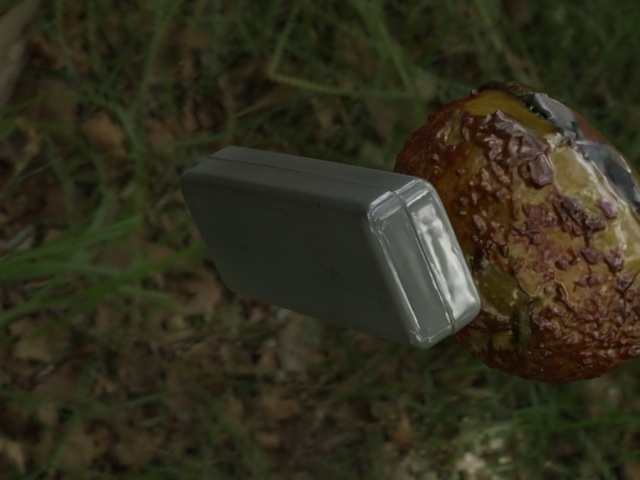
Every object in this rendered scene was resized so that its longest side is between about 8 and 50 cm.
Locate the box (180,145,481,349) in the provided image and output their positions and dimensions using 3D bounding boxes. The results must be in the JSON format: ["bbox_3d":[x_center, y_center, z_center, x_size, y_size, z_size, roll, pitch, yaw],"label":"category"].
[{"bbox_3d":[0.000,0.000,1.114,0.055,0.243,0.103,-33,113,-23],"label":"box"}]

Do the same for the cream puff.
[{"bbox_3d":[0.142,0.001,1.245,0.164,0.240,0.240,-31,98,-18],"label":"cream puff"}]
